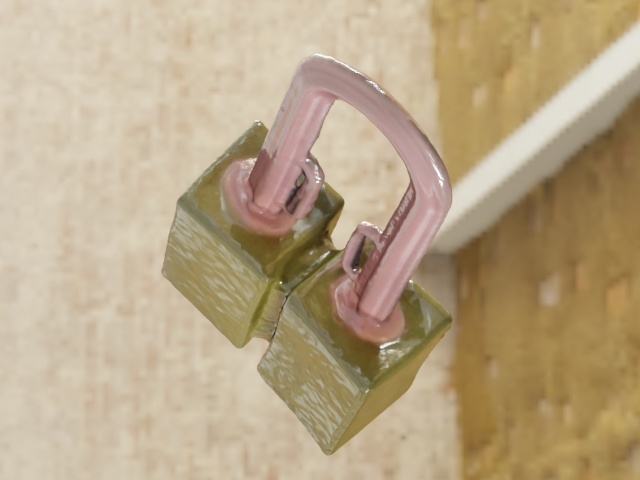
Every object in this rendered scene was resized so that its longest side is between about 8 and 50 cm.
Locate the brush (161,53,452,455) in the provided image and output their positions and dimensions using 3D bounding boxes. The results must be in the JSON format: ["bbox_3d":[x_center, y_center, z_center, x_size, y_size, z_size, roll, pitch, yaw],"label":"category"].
[{"bbox_3d":[0.000,0.000,0.656,0.103,0.047,0.233,46,-17,7],"label":"brush"}]
